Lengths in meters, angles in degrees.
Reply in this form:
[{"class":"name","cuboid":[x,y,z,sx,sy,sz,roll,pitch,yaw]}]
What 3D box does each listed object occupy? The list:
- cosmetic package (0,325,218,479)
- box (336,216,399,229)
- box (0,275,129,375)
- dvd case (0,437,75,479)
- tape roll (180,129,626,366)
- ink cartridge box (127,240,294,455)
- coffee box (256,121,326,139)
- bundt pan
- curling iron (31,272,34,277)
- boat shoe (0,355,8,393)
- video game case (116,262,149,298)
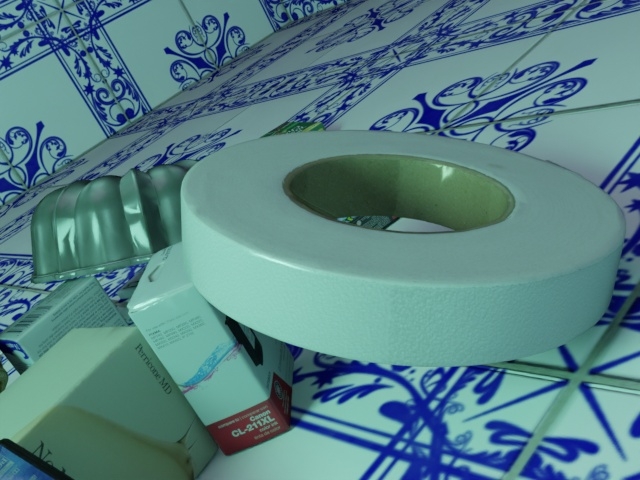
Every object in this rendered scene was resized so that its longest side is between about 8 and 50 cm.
[{"class":"cosmetic package","cuboid":[-0.243,0.228,0.613,0.113,0.160,0.309,-7,30,41]},{"class":"box","cuboid":[0.000,0.000,0.997,0.207,0.036,0.114,-36,23,-20]},{"class":"box","cuboid":[-0.303,0.135,0.917,0.072,0.137,0.126,-7,29,44]},{"class":"dvd case","cuboid":[-0.165,0.249,0.454,0.253,0.022,0.180,25,44,16]},{"class":"tape roll","cuboid":[0.070,-0.018,0.678,0.392,0.071,0.392,3,23,-1]},{"class":"ink cartridge box","cuboid":[-0.097,0.094,0.713,0.072,0.175,0.127,-24,22,10]},{"class":"coffee box","cuboid":[-0.070,-0.203,1.528,0.113,0.040,0.184,-34,22,-16]},{"class":"bundt pan","cuboid":[-0.254,-0.035,1.051,0.331,0.124,0.331,-13,4,1]},{"class":"curling iron","cuboid":[-0.487,0.016,1.543,0.274,0.035,0.068,-24,22,9]},{"class":"boat shoe","cuboid":[-0.412,0.165,0.846,0.110,0.121,0.341,-13,59,-14]},{"class":"video game case","cuboid":[-0.238,0.042,1.212,0.157,0.019,0.143,-10,27,40]}]
